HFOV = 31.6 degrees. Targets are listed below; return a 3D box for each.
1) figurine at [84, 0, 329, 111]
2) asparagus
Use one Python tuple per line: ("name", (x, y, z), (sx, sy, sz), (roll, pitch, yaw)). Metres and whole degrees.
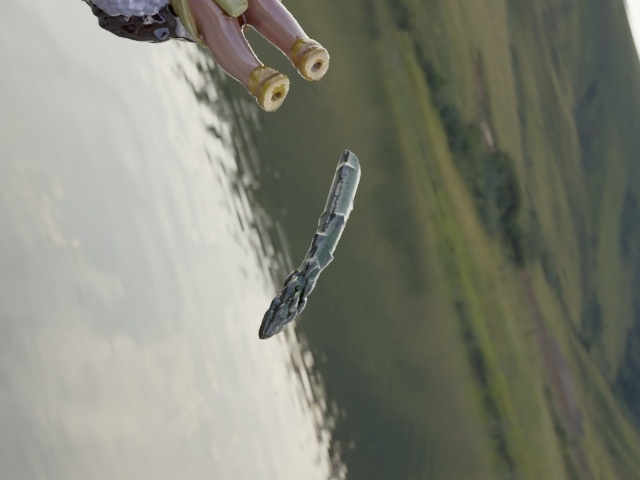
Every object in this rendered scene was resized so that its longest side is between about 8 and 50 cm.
("figurine", (-0.090, -0.187, 0.796), (0.240, 0.175, 0.115), (42, -26, 36))
("asparagus", (-0.001, -0.001, 0.941), (0.236, 0.034, 0.027), (-65, 143, -47))
